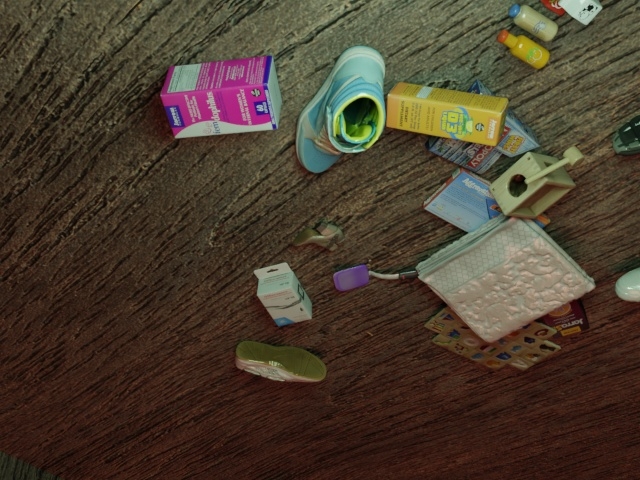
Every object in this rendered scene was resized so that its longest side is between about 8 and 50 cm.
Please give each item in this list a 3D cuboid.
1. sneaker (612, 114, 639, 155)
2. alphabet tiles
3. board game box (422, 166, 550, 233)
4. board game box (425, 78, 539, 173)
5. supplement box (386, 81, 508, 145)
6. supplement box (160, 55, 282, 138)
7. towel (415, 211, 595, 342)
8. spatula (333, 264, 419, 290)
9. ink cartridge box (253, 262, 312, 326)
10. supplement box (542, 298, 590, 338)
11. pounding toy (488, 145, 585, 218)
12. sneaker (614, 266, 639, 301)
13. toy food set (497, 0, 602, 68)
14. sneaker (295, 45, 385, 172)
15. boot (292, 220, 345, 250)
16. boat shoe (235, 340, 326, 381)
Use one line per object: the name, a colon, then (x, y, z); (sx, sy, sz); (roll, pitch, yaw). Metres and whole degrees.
sneaker: (0.760, -0.227, 1.481); (0.267, 0.101, 0.106); (-20, 133, 21)
alphabet tiles: (0.482, 0.270, 1.983); (0.342, 0.011, 0.285); (24, 141, -10)
board game box: (0.401, -0.069, 1.697); (0.281, 0.027, 0.145); (26, 131, -22)
board game box: (0.362, -0.223, 1.523); (0.194, 0.060, 0.194); (22, 131, -18)
supplement box: (0.254, -0.257, 1.421); (0.233, 0.080, 0.078); (12, 125, 17)
supplement box: (-0.199, -0.292, 1.434); (0.219, 0.114, 0.111); (-4, 135, 8)
towel: (0.458, 0.098, 1.767); (0.317, 0.053, 0.331); (40, 127, -18)
spatula: (0.184, 0.092, 1.859); (0.296, 0.030, 0.084); (-5, 135, 6)
ink cartridge box: (-0.103, 0.148, 1.901); (0.104, 0.060, 0.180); (-15, 132, 16)
supplement box: (0.642, 0.171, 1.889); (0.104, 0.081, 0.188); (-22, 130, 22)
pounding toy: (0.473, -0.149, 1.533); (0.181, 0.094, 0.206); (3, 143, -42)
sneaker: (0.881, 0.046, 1.752); (0.292, 0.108, 0.169); (-16, 131, 4)
toy food set: (0.427, -0.438, 1.271); (0.104, 0.111, 0.232); (22, 134, -20)
sneaker: (0.031, -0.218, 1.433); (0.127, 0.208, 0.319); (15, 134, -15)
boot: (0.000, 0.000, 1.766); (0.118, 0.042, 0.087); (-32, 128, 29)
boat shoe: (-0.121, 0.376, 2.107); (0.276, 0.098, 0.096); (16, 134, -1)
